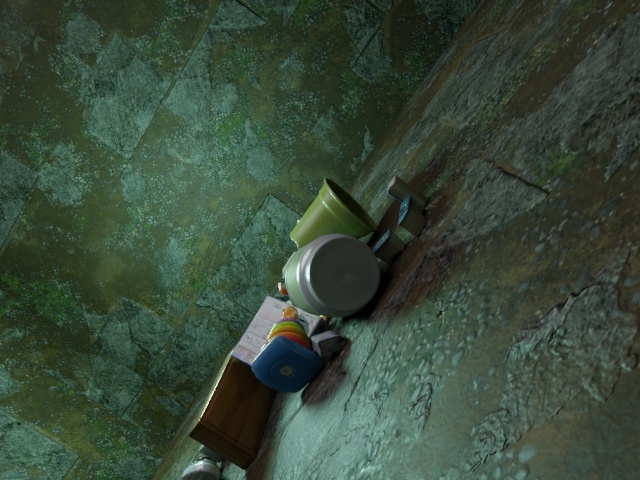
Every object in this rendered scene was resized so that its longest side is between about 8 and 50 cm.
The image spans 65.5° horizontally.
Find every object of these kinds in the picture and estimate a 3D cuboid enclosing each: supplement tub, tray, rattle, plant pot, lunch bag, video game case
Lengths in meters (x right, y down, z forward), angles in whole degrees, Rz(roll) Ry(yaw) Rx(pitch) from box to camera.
[{"bbox_3d":[0.031,0.106,1.468,0.236,0.235,0.325,-57,7,-12],"label":"supplement tub"},{"bbox_3d":[-0.266,0.533,1.654,0.076,0.202,0.411,-52,8,20],"label":"tray"},{"bbox_3d":[-0.075,0.230,1.753,0.130,0.199,0.143,-49,8,21],"label":"rattle"},{"bbox_3d":[0.032,-0.050,1.888,0.254,0.276,0.276,-45,9,13],"label":"plant pot"},{"bbox_3d":[0.025,0.286,1.391,0.083,0.053,0.071,-17,8,-17],"label":"lunch bag"},{"bbox_3d":[-0.139,0.336,1.679,0.269,0.061,0.244,15,64,41],"label":"video game case"}]

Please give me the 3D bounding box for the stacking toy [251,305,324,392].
[{"bbox_3d":[-0.100,0.299,1.531,0.166,0.175,0.302,-50,18,21],"label":"stacking toy"}]

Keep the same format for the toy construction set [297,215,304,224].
[{"bbox_3d":[0.000,0.000,2.472,0.309,0.257,0.238,-34,-62,-64],"label":"toy construction set"}]

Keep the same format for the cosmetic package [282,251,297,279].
[{"bbox_3d":[-0.100,0.159,2.513,0.129,0.153,0.296,-55,5,1],"label":"cosmetic package"}]

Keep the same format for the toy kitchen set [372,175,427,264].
[{"bbox_3d":[0.213,-0.061,1.467,0.166,0.122,0.207,-52,7,30],"label":"toy kitchen set"}]

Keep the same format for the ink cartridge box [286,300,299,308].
[{"bbox_3d":[-0.114,0.330,1.918,0.283,0.117,0.207,-56,7,-6],"label":"ink cartridge box"}]

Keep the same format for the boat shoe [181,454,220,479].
[{"bbox_3d":[-0.424,0.816,1.754,0.335,0.121,0.119,-52,12,44],"label":"boat shoe"}]

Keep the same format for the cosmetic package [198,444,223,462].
[{"bbox_3d":[-0.340,0.698,1.821,0.238,0.107,0.127,-47,13,33],"label":"cosmetic package"}]
